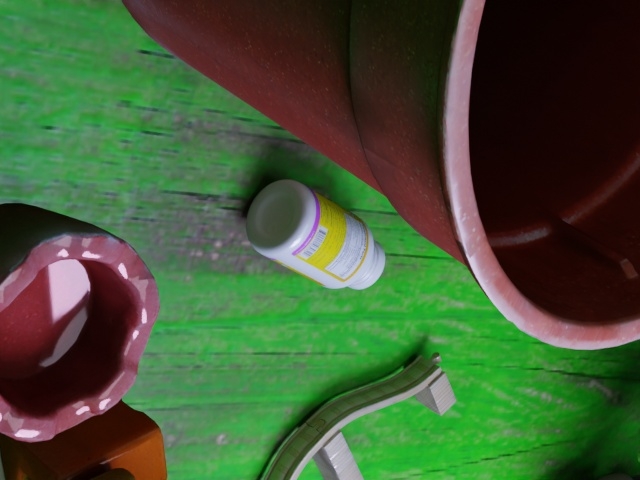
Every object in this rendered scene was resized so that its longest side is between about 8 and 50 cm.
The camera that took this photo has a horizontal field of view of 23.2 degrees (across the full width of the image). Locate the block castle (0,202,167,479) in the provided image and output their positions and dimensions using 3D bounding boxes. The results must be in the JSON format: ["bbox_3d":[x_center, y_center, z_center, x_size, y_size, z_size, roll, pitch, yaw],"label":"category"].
[{"bbox_3d":[-0.188,0.214,0.652,0.303,0.213,0.453,-27,129,-32],"label":"block castle"}]

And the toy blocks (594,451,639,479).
[{"bbox_3d":[0.320,0.157,1.048,0.260,0.309,0.288,-9,118,-35],"label":"toy blocks"}]

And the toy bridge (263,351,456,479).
[{"bbox_3d":[0.008,0.131,0.939,0.188,0.026,0.063,-43,135,-20],"label":"toy bridge"}]

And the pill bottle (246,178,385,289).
[{"bbox_3d":[0.000,0.000,0.844,0.083,0.043,0.043,30,90,-49],"label":"pill bottle"}]

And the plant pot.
[{"bbox_3d":[0.057,-0.130,0.661,0.272,0.265,0.272,-22,126,-35],"label":"plant pot"}]
